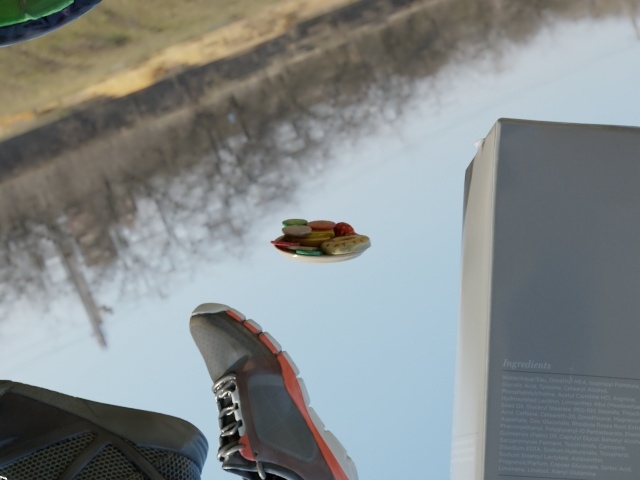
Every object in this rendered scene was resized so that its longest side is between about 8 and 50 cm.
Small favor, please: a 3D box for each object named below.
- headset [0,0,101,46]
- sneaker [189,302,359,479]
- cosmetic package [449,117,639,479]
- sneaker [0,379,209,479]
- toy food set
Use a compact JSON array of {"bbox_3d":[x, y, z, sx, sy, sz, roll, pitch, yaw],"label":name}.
[{"bbox_3d":[-0.234,-0.273,0.803,0.243,0.394,0.185,-27,-140,-1],"label":"headset"},{"bbox_3d":[-0.041,0.111,0.869,0.065,0.158,0.061,-33,173,-28],"label":"sneaker"},{"bbox_3d":[0.127,0.062,0.770,0.107,0.238,0.127,7,172,-1],"label":"cosmetic package"},{"bbox_3d":[-0.197,0.172,0.965,0.227,0.087,0.130,13,-131,-7],"label":"sneaker"},{"bbox_3d":[0.000,0.000,1.163,0.082,0.020,0.083,-1,-163,-1],"label":"toy food set"}]
